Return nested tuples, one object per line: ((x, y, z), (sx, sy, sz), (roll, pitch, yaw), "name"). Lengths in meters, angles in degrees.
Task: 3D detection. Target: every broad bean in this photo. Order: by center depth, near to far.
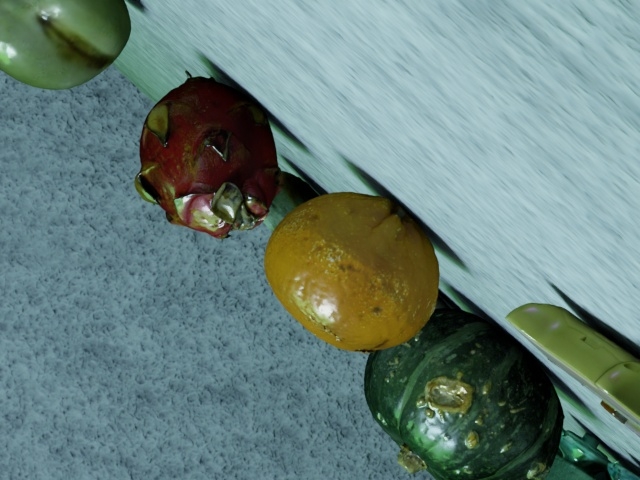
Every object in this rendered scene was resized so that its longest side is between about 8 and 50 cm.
((-0.252, -0.232, 1.746), (0.189, 0.121, 0.263), (38, -165, -36), "broad bean")

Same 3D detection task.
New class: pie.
((0.000, 0.000, 1.971), (0.187, 0.041, 0.187), (45, -168, -12), "pie")

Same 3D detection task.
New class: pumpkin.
((0.125, 0.147, 1.727), (0.190, 0.146, 0.190), (25, 158, 11), "pumpkin")

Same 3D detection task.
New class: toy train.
((0.300, 0.287, 1.868), (0.194, 0.120, 0.298), (35, 179, -14), "toy train")

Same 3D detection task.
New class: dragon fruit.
((-0.102, -0.090, 1.717), (0.246, 0.125, 0.125), (-98, -6, -63), "dragon fruit")

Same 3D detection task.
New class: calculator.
((0.216, 0.118, 1.156), (0.236, 0.033, 0.157), (41, 178, -31), "calculator")

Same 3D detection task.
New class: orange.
((0.028, 0.021, 1.468), (0.135, 0.117, 0.135), (47, -169, -12), "orange")

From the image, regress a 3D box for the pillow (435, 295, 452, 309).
((0.088, 0.053, 1.907), (0.233, 0.038, 0.130), (46, -179, -6), "pillow")
